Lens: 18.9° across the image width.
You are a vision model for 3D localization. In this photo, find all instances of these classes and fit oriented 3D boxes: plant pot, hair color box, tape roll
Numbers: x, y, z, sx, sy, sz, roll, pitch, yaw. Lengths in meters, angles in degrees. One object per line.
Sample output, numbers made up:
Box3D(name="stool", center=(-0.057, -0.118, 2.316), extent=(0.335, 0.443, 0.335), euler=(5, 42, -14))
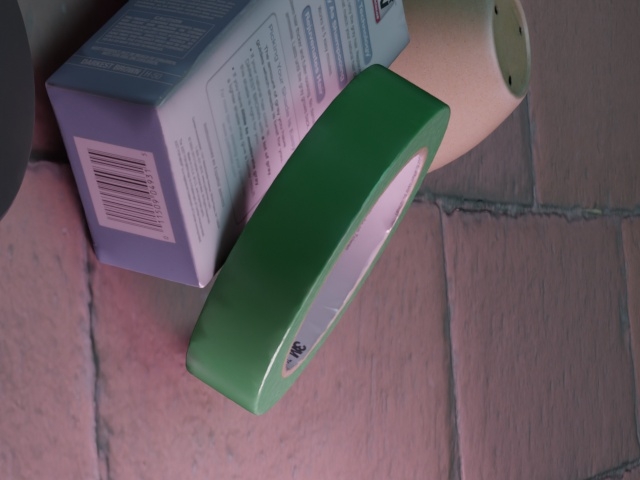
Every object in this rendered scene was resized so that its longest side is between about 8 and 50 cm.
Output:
Box3D(name="plant pot", center=(0.119, -0.204, 2.079), extent=(0.284, 0.191, 0.284), euler=(-5, 90, -66))
Box3D(name="hair color box", center=(-0.065, -0.153, 1.626), extent=(0.374, 0.113, 0.185), euler=(-51, 143, -39))
Box3D(name="tape roll", center=(0.000, 0.000, 1.684), extent=(0.321, 0.077, 0.321), euler=(-56, 171, -13))

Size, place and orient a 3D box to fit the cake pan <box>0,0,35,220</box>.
Box3D(name="cake pan", center=(-0.288, -0.117, 1.328), extent=(0.293, 0.054, 0.293), euler=(-6, 90, -66))
